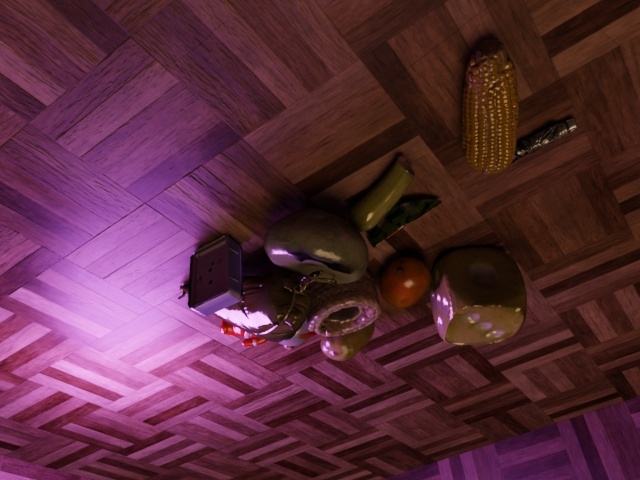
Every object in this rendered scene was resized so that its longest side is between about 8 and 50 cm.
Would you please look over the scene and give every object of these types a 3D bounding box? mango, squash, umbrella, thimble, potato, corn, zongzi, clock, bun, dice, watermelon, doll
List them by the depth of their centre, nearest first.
[{"bbox_3d":[0.381,-0.281,1.308,0.130,0.130,0.347,-12,139,6],"label":"corn"},{"bbox_3d":[0.537,-0.244,1.430,0.188,0.046,0.050,-24,175,19],"label":"umbrella"},{"bbox_3d":[0.159,-0.113,1.509,0.083,0.083,0.250,19,132,-27],"label":"squash"},{"bbox_3d":[0.000,0.000,1.532,0.283,0.179,0.283,14,164,4],"label":"bun"},{"bbox_3d":[-0.286,0.095,1.601,0.144,0.193,0.073,-25,138,22],"label":"clock"},{"bbox_3d":[0.216,-0.052,1.604,0.245,0.063,0.119,-37,162,29],"label":"watermelon"},{"bbox_3d":[-0.199,0.155,1.605,0.418,0.181,0.447,16,161,-5],"label":"zongzi"},{"bbox_3d":[0.472,0.172,1.766,0.238,0.227,0.233,-2,139,-4],"label":"dice"},{"bbox_3d":[0.254,0.134,1.775,0.151,0.120,0.221,2,146,-12],"label":"mango"},{"bbox_3d":[0.068,0.189,1.796,0.196,0.148,0.229,25,131,-36],"label":"thimble"},{"bbox_3d":[-0.149,0.267,1.885,0.336,0.105,0.200,10,114,-10],"label":"doll"},{"bbox_3d":[0.093,0.311,1.923,0.137,0.200,0.155,28,132,27],"label":"potato"}]
